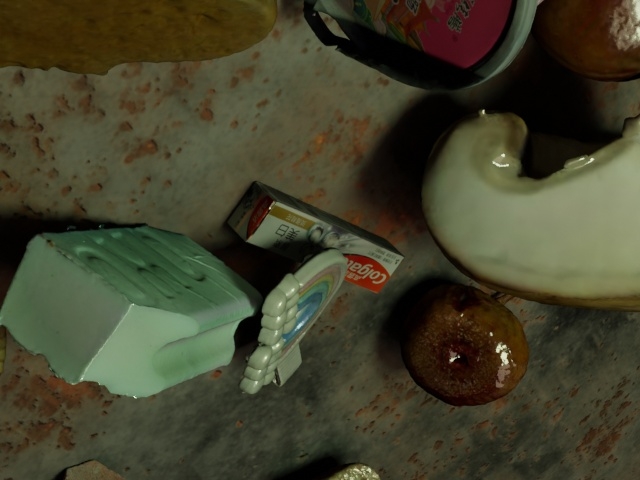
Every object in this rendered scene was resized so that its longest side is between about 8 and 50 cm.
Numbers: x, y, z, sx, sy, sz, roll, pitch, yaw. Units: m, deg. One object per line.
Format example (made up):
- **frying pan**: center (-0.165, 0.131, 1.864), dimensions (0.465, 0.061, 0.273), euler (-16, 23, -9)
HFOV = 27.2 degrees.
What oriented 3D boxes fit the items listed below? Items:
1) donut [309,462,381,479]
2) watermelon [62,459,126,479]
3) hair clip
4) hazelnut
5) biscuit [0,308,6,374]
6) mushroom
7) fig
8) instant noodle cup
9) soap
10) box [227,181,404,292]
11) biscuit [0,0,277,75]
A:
- **donut**: center (0.010, 0.345, 1.603), dimensions (0.126, 0.144, 0.187), euler (-27, 108, -28)
- **watermelon**: center (-0.230, 0.270, 1.370), dimensions (0.092, 0.084, 0.072), euler (107, 9, -84)
- **hair clip**: center (-0.031, 0.072, 1.300), dimensions (0.140, 0.054, 0.220), euler (-42, 165, -33)
- **hazelnut**: center (0.298, -0.240, 1.272), dimensions (0.204, 0.178, 0.178), euler (-6, 128, -50)
- **biscuit**: center (-0.376, 0.091, 1.069), dimensions (0.259, 0.079, 0.259), euler (-23, 136, -24)
- **mushroom**: center (0.291, -0.012, 1.409), dimensions (0.313, 0.224, 0.397), euler (-10, 170, 12)
- **fig**: center (0.177, 0.097, 1.536), dimensions (0.134, 0.146, 0.201), euler (-41, -172, 32)
- **instant noodle cup**: center (0.120, -0.271, 1.057), dimensions (0.181, 0.302, 0.258), euler (-33, 99, -33)
- **soap**: center (-0.162, 0.056, 1.146), dimensions (0.091, 0.145, 0.230), euler (-60, 165, 14)
- **box**: center (0.000, 0.000, 1.335), dimensions (0.218, 0.039, 0.055), euler (24, 106, -48)
- **biscuit**: center (-0.185, -0.223, 0.807), dimensions (0.368, 0.076, 0.394), euler (0, 159, -14)
